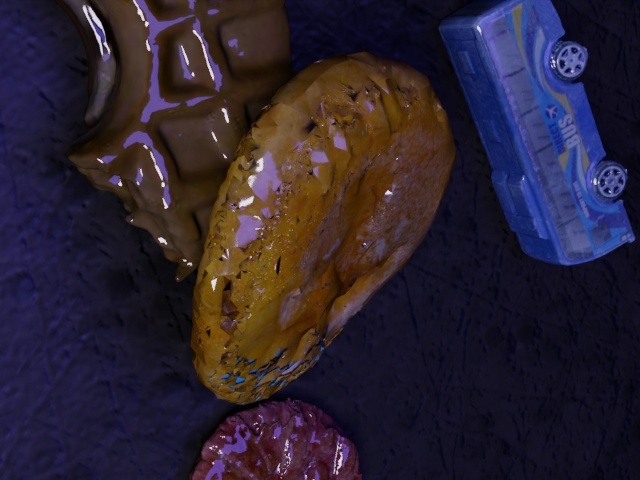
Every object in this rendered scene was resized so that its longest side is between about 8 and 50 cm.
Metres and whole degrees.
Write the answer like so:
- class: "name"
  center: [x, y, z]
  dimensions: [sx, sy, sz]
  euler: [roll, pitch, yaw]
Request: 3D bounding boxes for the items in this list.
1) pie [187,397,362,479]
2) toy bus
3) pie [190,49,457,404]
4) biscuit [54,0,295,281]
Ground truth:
- class: "pie"
  center: [-0.032, 0.191, 0.850]
  dimensions: [0.154, 0.036, 0.154]
  euler: [-2, 94, -31]
- class: "toy bus"
  center: [0.177, -0.090, 0.939]
  dimensions: [0.094, 0.079, 0.236]
  euler: [-27, 108, -11]
- class: "pie"
  center: [0.001, 0.000, 0.757]
  dimensions: [0.273, 0.069, 0.273]
  euler: [-41, 150, -31]
- class: "biscuit"
  center: [-0.174, -0.144, 0.689]
  dimensions: [0.366, 0.115, 0.268]
  euler: [21, 83, -33]
